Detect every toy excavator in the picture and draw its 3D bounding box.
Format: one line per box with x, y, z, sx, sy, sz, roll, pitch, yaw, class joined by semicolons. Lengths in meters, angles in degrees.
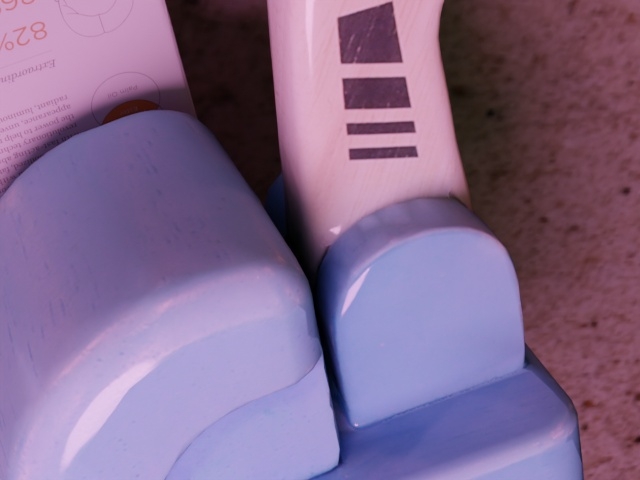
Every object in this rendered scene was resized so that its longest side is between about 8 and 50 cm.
0.000;0.000;0.678;0.432;0.222;0.445;-19;126;-11;toy excavator

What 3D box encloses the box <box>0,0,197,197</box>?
-0.134;-0.092;0.728;0.130;0.091;0.170;-20;133;-9;box
